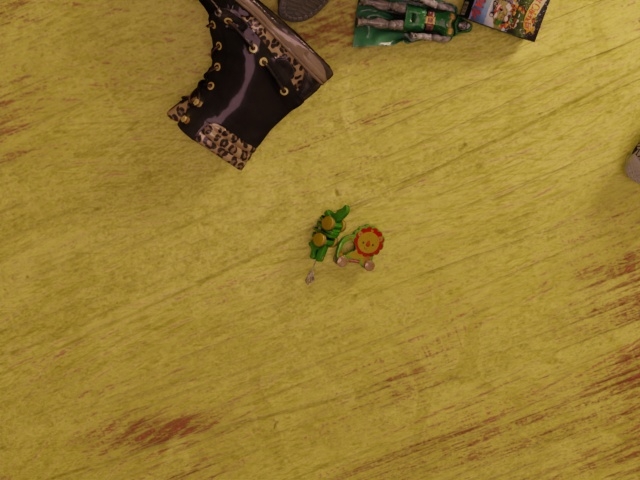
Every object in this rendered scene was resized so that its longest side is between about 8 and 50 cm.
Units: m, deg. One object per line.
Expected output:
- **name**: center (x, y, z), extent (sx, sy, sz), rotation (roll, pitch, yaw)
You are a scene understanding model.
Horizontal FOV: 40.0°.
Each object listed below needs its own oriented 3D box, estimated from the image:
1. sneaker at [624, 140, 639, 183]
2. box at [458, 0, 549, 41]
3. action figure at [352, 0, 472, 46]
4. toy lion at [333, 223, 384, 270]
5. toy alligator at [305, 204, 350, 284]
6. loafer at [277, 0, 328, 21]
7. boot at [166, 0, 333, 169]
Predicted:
- **sneaker**: center (0.763, -0.267, 1.758), extent (0.137, 0.210, 0.366), rotation (32, 136, -10)
- **box**: center (0.380, -0.519, 1.693), extent (0.159, 0.044, 0.233), rotation (12, 105, -22)
- **action figure**: center (0.186, -0.435, 1.724), extent (0.232, 0.063, 0.137), rotation (5, 102, -7)
- **toy lion**: center (0.084, 0.012, 1.850), extent (0.100, 0.034, 0.096), rotation (8, 100, -18)
- **toy alligator**: center (0.000, 0.000, 1.842), extent (0.051, 0.056, 0.190), rotation (37, 106, 32)
- **loafer**: center (-0.008, -0.536, 1.682), extent (0.094, 0.087, 0.251), rotation (18, 117, -34)
- **boot**: center (-0.198, -0.342, 1.697), extent (0.377, 0.138, 0.284), rotation (37, 101, -17)
